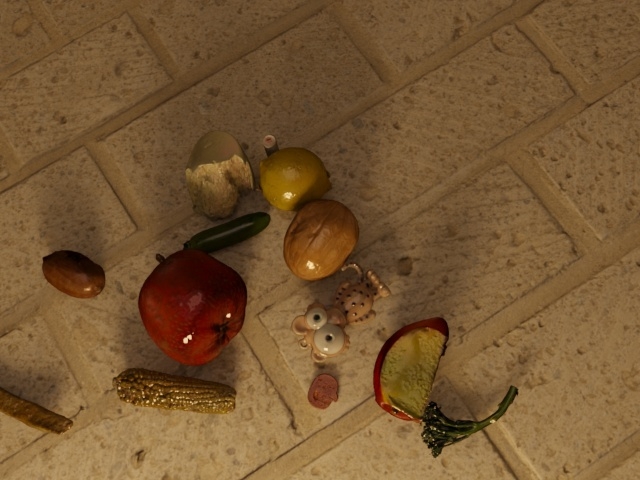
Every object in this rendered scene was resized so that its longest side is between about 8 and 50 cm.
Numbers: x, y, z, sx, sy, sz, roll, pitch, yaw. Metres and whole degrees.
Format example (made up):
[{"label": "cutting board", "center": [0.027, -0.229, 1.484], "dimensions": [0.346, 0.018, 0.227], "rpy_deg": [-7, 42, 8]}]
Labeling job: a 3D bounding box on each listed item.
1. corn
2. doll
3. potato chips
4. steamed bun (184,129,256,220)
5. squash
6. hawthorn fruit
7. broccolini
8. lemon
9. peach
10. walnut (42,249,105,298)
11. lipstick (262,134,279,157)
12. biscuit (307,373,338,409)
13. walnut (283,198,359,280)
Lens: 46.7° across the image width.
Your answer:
[{"label": "corn", "center": [-0.369, 0.384, 1.876], "dimensions": [0.319, 0.097, 0.097], "rpy_deg": [7, 72, 4]}, {"label": "doll", "center": [0.052, 0.184, 1.903], "dimensions": [0.154, 0.119, 0.278], "rpy_deg": [42, 76, 4]}, {"label": "potato chips", "center": [-0.807, 0.412, 1.906], "dimensions": [0.406, 0.080, 0.057], "rpy_deg": [23, 58, 13]}, {"label": "steamed bun", "center": [-0.264, -0.173, 1.988], "dimensions": [0.170, 0.225, 0.200], "rpy_deg": [16, 71, 9]}, {"label": "squash", "center": [-0.255, -0.016, 2.018], "dimensions": [0.258, 0.069, 0.069], "rpy_deg": [-22, 71, -4]}, {"label": "hawthorn fruit", "center": [-0.326, 0.153, 1.864], "dimensions": [0.275, 0.275, 0.300], "rpy_deg": [-38, 81, -9]}, {"label": "broccolini", "center": [0.359, 0.417, 1.829], "dimensions": [0.271, 0.062, 0.123], "rpy_deg": [-31, 87, -1]}, {"label": "lemon", "center": [-0.069, -0.164, 2.003], "dimensions": [0.206, 0.173, 0.174], "rpy_deg": [2, 70, -12]}, {"label": "peach", "center": [0.215, 0.302, 1.825], "dimensions": [0.153, 0.159, 0.267], "rpy_deg": [19, 75, -1]}, {"label": "walnut", "center": [-0.669, 0.087, 1.995], "dimensions": [0.207, 0.116, 0.116], "rpy_deg": [22, 74, 18]}, {"label": "lipstick", "center": [-0.132, -0.248, 2.055], "dimensions": [0.038, 0.131, 0.038], "rpy_deg": [-1, 71, 4]}, {"label": "biscuit", "center": [0.010, 0.387, 1.888], "dimensions": [0.078, 0.015, 0.091], "rpy_deg": [29, 76, 11]}, {"label": "walnut", "center": [0.000, 0.000, 1.930], "dimensions": [0.193, 0.193, 0.226], "rpy_deg": [25, 72, 12]}]
